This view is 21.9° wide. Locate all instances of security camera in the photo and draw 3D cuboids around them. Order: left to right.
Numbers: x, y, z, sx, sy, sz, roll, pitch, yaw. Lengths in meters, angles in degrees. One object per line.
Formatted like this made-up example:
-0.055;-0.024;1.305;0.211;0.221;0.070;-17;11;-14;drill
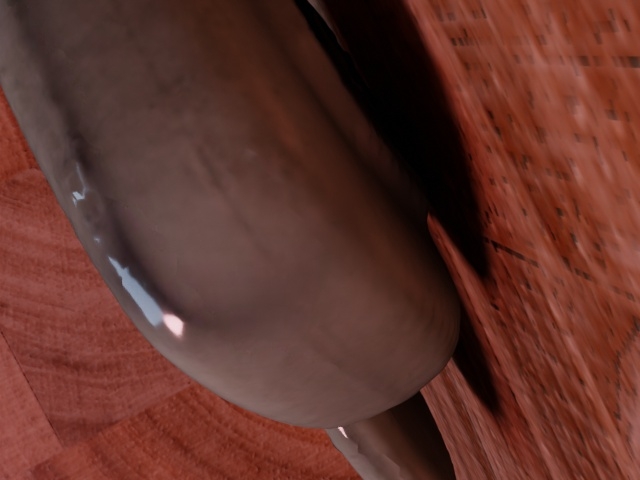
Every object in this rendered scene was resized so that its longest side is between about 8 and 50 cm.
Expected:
0.000;0.000;0.525;0.157;0.080;0.301;59;-175;23;security camera
